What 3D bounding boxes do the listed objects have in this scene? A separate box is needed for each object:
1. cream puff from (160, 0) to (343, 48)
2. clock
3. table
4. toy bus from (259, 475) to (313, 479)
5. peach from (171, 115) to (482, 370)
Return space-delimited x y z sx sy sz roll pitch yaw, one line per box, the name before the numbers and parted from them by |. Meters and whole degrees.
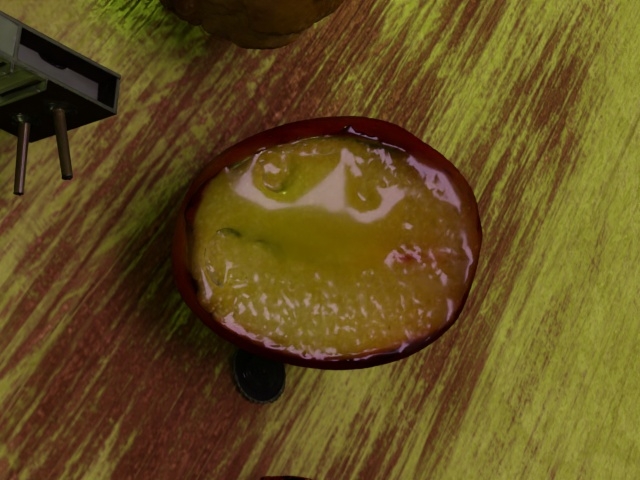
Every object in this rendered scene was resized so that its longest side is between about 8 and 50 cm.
cream puff | -0.067 -0.372 1.655 0.343 0.231 0.327 94 17 -46
clock | -0.066 0.138 1.727 0.083 0.010 0.074 4 77 -51
table | -0.307 -0.129 1.418 0.240 0.121 0.111 26 59 -44
toy bus | 0.010 0.317 1.704 0.195 0.089 0.081 41 51 -37
peach | 0.000 0.000 1.632 0.338 0.281 0.281 3 77 -55
